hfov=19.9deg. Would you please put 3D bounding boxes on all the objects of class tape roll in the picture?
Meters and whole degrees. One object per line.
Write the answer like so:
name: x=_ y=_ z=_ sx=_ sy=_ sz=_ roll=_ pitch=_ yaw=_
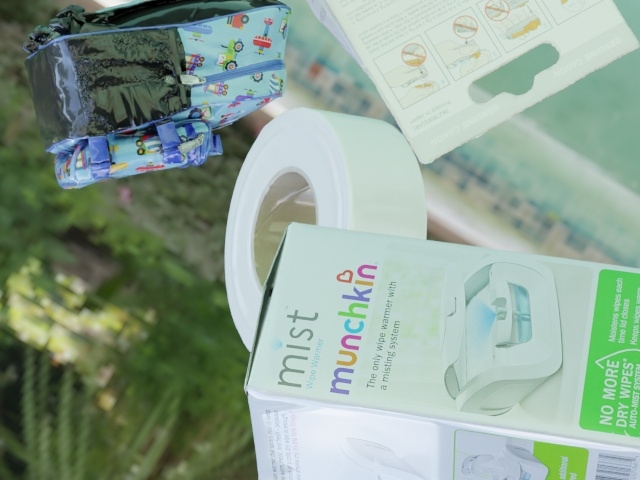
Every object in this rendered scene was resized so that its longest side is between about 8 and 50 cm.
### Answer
tape roll: x=0.000 y=0.000 z=1.997 sx=0.100 sy=0.286 sz=0.286 roll=7 pitch=-168 yaw=-30

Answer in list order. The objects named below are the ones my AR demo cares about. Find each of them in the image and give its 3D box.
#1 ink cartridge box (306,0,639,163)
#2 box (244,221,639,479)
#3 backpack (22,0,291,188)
ink cartridge box: x=0.089 y=-0.183 z=1.275 sx=0.225 sy=0.181 sz=0.056 roll=60 pitch=173 yaw=8
box: x=0.084 y=0.128 z=1.092 sx=0.231 sy=0.127 sz=0.262 roll=7 pitch=144 yaw=10
backpack: x=-0.101 y=-0.106 z=1.229 sx=0.173 sy=0.117 sz=0.158 roll=-12 pitch=-177 yaw=-18
